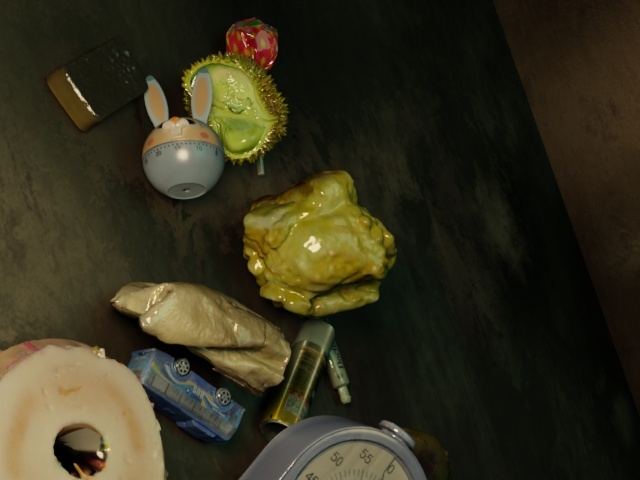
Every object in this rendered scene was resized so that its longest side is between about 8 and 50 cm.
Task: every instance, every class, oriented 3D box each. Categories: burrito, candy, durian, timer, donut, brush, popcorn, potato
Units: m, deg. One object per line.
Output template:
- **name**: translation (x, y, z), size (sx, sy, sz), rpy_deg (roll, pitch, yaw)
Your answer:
- **burrito**: translation (-0.209, 0.151, 1.833), size (0.332, 0.135, 0.190), rpy_deg (35, 1, -37)
- **candy**: translation (-0.142, -0.318, 2.284), size (0.124, 0.124, 0.365), rpy_deg (11, 70, -51)
- **durian**: translation (-0.176, -0.272, 2.115), size (0.237, 0.200, 0.176), rpy_deg (55, -2, -6)
- **timer**: translation (-0.267, -0.206, 1.972), size (0.175, 0.175, 0.255), rpy_deg (-11, 95, -55)
- **donut**: translation (-0.395, 0.330, 1.538), size (0.382, 0.142, 0.382), rpy_deg (31, 49, -42)
- **brush**: translation (-0.413, -0.296, 1.938), size (0.123, 0.059, 0.197), rpy_deg (59, 35, -15)
- **popcorn**: translation (0.000, 0.016, 2.136), size (0.312, 0.312, 0.312), rpy_deg (30, 49, -42)
- **timer**: translation (0.044, 0.495, 1.886), size (0.395, 0.173, 0.395), rpy_deg (-1, 92, -31)
- **potato**: translation (0.161, 0.494, 2.166), size (0.307, 0.173, 0.210), rpy_deg (-2, 71, -51)

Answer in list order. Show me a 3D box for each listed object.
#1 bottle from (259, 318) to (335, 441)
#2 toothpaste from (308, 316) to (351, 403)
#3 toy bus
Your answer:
- **bottle**: translation (-0.042, 0.282, 2.090), size (0.082, 0.082, 0.286), rpy_deg (50, 39, -24)
- **toothpaste**: translation (0.015, 0.232, 2.240), size (0.067, 0.037, 0.255), rpy_deg (-4, 71, -54)
- **toy bus**: translation (-0.243, 0.278, 1.837), size (0.236, 0.079, 0.094), rpy_deg (42, 58, -31)
